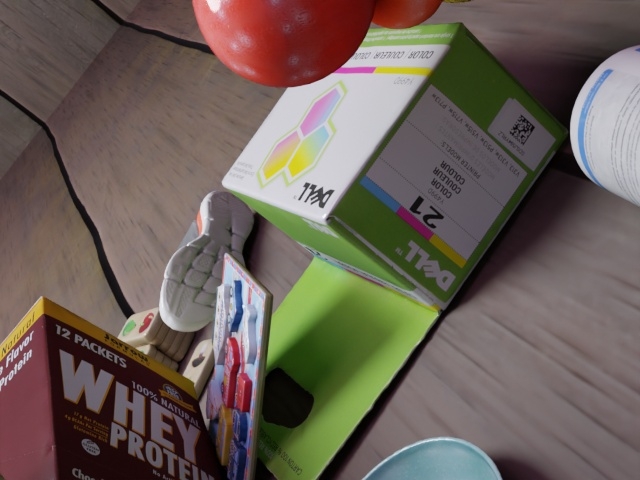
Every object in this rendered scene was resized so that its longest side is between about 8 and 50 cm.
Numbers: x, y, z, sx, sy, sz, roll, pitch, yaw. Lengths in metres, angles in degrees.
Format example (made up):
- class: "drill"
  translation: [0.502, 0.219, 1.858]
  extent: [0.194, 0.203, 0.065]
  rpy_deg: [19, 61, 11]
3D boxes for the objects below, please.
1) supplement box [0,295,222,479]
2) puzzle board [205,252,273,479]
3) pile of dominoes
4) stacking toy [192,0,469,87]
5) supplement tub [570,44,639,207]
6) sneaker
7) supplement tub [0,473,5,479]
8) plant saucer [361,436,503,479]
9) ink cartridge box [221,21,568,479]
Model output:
- class: "supplement box"
  translation: [-0.163, 0.178, 0.567]
  extent: [0.191, 0.129, 0.194]
  rpy_deg: [-48, 32, 10]
- class: "puzzle board"
  translation: [-0.053, 0.081, 0.594]
  extent: [0.096, 0.011, 0.128]
  rpy_deg: [-146, 60, -66]
- class: "pile of dominoes"
  translation: [-0.181, 0.170, 0.745]
  extent: [0.196, 0.040, 0.251]
  rpy_deg: [-18, 41, 51]
- class: "stacking toy"
  translation: [0.079, -0.185, 0.503]
  extent: [0.330, 0.141, 0.141]
  rpy_deg: [-30, 19, -17]
- class: "supplement tub"
  translation: [0.158, -0.040, 0.398]
  extent: [0.071, 0.071, 0.107]
  rpy_deg: [-50, 24, 6]
- class: "sneaker"
  translation: [-0.096, 0.027, 0.787]
  extent: [0.065, 0.061, 0.158]
  rpy_deg: [-50, 12, 37]
- class: "supplement tub"
  translation: [-0.176, 0.191, 0.325]
  extent: [0.316, 0.228, 0.228]
  rpy_deg: [44, 97, 24]
- class: "plant saucer"
  translation: [0.040, 0.142, 0.414]
  extent: [0.119, 0.021, 0.119]
  rpy_deg: [-39, 27, 25]
- class: "ink cartridge box"
  translation: [0.000, 0.000, 0.590]
  extent: [0.255, 0.097, 0.189]
  rpy_deg: [-54, 24, -6]
